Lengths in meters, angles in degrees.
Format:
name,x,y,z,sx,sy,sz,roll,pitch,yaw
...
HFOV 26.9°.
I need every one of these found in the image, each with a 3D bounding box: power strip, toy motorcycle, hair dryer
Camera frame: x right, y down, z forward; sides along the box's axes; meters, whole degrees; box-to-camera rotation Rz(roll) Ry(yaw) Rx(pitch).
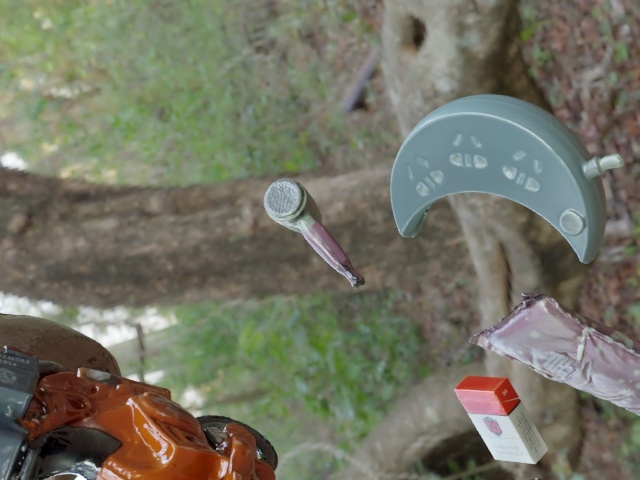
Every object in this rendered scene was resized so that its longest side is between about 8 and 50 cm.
name,x,y,z,sx,sy,sz,roll,pitch,yaw
power strip,0.182,-0.062,1.330,0.054,0.253,0.167,-42,-52,-46
toy motorcycle,-0.179,0.191,1.149,0.221,0.326,0.147,-110,39,-61
hair dryer,-0.001,0.000,1.609,0.154,0.054,0.106,53,-175,26

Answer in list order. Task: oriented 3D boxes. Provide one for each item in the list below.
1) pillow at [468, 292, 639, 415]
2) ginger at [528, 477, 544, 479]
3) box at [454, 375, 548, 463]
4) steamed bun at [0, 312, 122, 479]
name,x,y,z,sx,sy,sz,roll,pitch,yaw
pillow,0.224,0.095,1.084,0.118,0.185,0.043,121,172,-62
ginger,0.280,0.399,1.468,0.084,0.122,0.290,3,-111,-68
box,0.298,0.295,2.212,0.100,0.048,0.152,-7,117,53
steamed bun,-0.375,0.169,1.407,0.251,0.301,0.199,-55,-47,-65
